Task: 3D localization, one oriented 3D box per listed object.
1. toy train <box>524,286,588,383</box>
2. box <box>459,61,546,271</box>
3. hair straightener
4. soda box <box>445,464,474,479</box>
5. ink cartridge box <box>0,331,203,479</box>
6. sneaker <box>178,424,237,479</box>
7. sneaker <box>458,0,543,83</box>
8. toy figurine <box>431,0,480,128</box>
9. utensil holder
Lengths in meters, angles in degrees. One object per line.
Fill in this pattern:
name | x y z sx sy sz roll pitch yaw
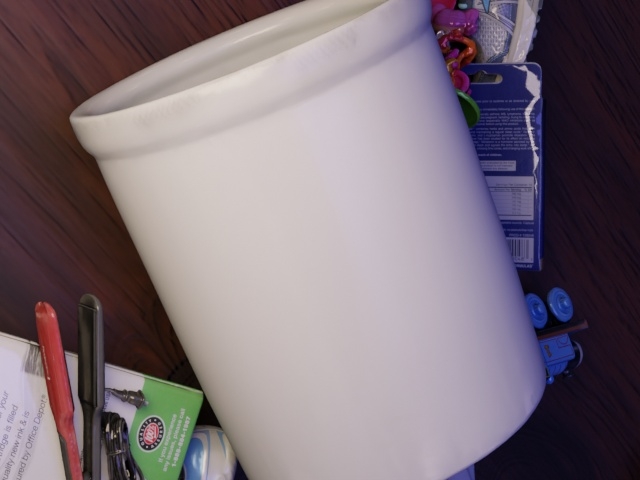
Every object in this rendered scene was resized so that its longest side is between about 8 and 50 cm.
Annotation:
toy train | 0.236 0.118 1.378 0.184 0.080 0.105 -7 76 -45
box | 0.178 -0.081 1.323 0.036 0.136 0.225 -18 109 -71
hair straightener | -0.181 0.156 1.023 0.089 0.047 0.230 -13 97 -32
soda box | 0.127 0.237 1.309 0.063 0.058 0.183 -5 95 -28
ink cartridge box | -0.278 0.190 1.065 0.289 0.121 0.211 22 81 -31
sneaker | -0.130 0.298 1.199 0.086 0.085 0.237 3 97 -5
sneaker | 0.186 -0.286 1.340 0.122 0.110 0.283 11 103 2
toy figurine | 0.111 -0.207 1.263 0.159 0.173 0.130 -66 148 -23
utensil holder | 0.000 0.000 1.089 0.327 0.327 0.385 -29 108 -26
